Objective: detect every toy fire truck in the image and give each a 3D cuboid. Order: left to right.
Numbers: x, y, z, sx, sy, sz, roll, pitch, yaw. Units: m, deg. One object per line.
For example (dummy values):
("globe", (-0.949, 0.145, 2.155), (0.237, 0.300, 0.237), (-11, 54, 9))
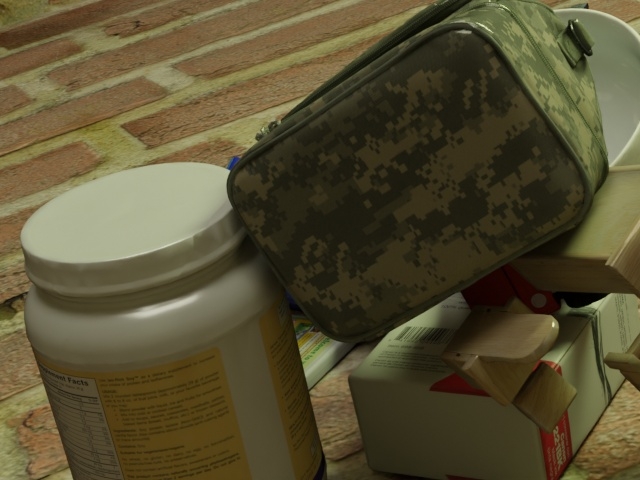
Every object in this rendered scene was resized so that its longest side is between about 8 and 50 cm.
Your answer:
("toy fire truck", (0.148, 0.003, 1.560), (0.246, 0.158, 0.217), (-27, 14, 15))

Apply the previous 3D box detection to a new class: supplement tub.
("supplement tub", (-0.136, 0.119, 1.458), (0.241, 0.331, 0.241), (-10, 24, 5))

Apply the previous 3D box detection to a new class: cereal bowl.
("cereal bowl", (0.276, -0.113, 1.926), (0.339, 0.141, 0.339), (-23, 44, 24))

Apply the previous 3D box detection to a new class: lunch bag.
("lunch bag", (0.096, -0.078, 1.393), (0.305, 0.212, 0.256), (-33, 5, 26))

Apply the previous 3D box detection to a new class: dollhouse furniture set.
("dollhouse furniture set", (0.340, 0.101, 1.368), (0.303, 0.355, 0.174), (-53, 18, -15))

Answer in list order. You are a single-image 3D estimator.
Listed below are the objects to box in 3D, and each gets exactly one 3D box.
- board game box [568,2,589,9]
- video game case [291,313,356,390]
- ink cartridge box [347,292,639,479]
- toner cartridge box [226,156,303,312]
("board game box", (0.355, -0.231, 2.204), (0.060, 0.194, 0.194), (-5, 11, 13))
("video game case", (-0.085, 0.141, 1.759), (0.193, 0.023, 0.212), (5, 29, 33))
("ink cartridge box", (0.182, 0.121, 1.567), (0.197, 0.114, 0.273), (3, 29, 32))
("toner cartridge box", (0.000, 0.000, 1.853), (0.348, 0.075, 0.165), (10, 65, 43))
